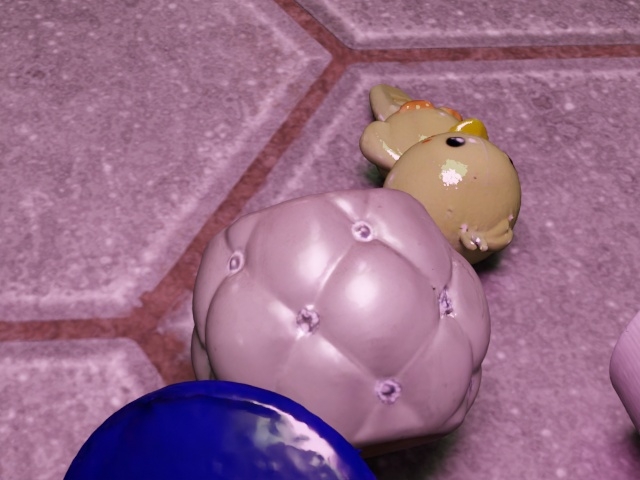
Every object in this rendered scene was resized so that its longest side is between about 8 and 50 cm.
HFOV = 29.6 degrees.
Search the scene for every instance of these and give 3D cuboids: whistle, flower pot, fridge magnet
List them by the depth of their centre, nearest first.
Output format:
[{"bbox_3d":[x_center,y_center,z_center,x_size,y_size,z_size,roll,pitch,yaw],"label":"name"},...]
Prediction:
[{"bbox_3d":[-0.067,0.228,0.851,0.265,0.265,0.113,18,9,15],"label":"fridge magnet"},{"bbox_3d":[0.015,0.075,0.972,0.246,0.246,0.195,-9,77,-9],"label":"flower pot"},{"bbox_3d":[0.114,-0.088,1.192,0.141,0.141,0.294,-6,48,-7],"label":"whistle"}]

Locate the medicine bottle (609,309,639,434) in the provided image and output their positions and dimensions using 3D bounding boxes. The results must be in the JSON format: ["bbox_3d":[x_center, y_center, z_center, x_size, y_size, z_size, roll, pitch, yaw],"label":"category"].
[{"bbox_3d":[0.371,0.172,0.885,0.245,0.245,0.306,-13,49,-13],"label":"medicine bottle"}]
